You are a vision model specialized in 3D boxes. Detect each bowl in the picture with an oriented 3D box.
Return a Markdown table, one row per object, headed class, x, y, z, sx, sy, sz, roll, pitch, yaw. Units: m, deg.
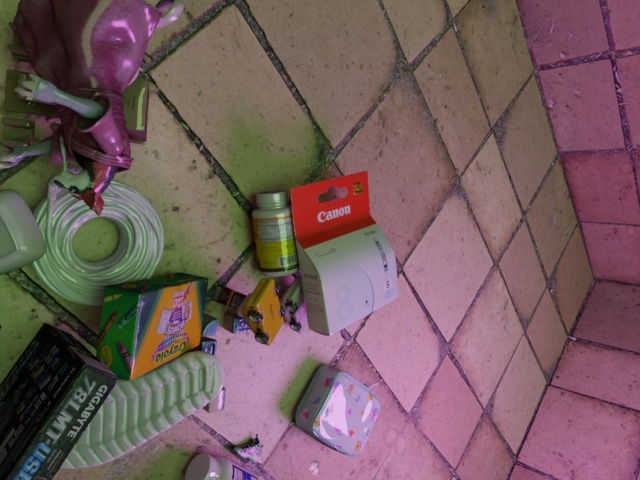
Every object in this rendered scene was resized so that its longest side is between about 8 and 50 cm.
| class | x | y | z | sx | sy | sz | roll | pitch | yaw |
| --- | --- | --- | --- | --- | --- | --- | --- | --- | --- |
| bowl | -0.577 | -0.009 | 0.816 | 0.142 | 0.053 | 0.142 | -22 | 99 | -3 |

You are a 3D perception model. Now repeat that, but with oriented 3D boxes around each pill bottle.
| class | x | y | z | sx | sy | sz | roll | pitch | yaw |
| --- | --- | --- | --- | --- | --- | --- | --- | --- | --- |
| pill bottle | -0.250 | 0.619 | 1.194 | 0.187 | 0.112 | 0.112 | 48 | 65 | -33 |
| pill bottle | -0.117 | -0.021 | 1.228 | 0.117 | 0.117 | 0.215 | -15 | 105 | -39 |

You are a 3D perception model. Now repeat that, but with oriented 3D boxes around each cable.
| class | x | y | z | sx | sy | sz | roll | pitch | yaw |
| --- | --- | --- | --- | --- | --- | --- | --- | --- | --- |
| cable | -0.455 | 0.000 | 0.954 | 0.257 | 0.089 | 0.257 | 23 | 81 | -41 |

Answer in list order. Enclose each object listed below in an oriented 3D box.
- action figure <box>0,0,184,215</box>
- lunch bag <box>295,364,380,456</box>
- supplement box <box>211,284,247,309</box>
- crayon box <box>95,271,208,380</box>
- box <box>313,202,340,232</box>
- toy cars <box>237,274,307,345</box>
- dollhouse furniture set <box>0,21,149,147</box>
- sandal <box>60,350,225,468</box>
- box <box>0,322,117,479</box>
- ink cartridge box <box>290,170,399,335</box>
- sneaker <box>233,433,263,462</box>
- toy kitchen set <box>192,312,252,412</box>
| class | x | y | z | sx | sy | sz | roll | pitch | yaw |
| --- | --- | --- | --- | --- | --- | --- | --- | --- | --- |
| action figure | -0.382 | -0.227 | 0.785 | 0.275 | 0.248 | 0.370 | -11 | 97 | -45 |
| lunch bag | 0.062 | 0.528 | 1.459 | 0.279 | 0.107 | 0.224 | 46 | 61 | -37 |
| supplement box | -0.226 | 0.145 | 1.174 | 0.055 | 0.083 | 0.043 | 30 | 76 | -39 |
| crayon box | -0.341 | 0.165 | 0.979 | 0.278 | 0.081 | 0.165 | -9 | 108 | -78 |
| box | 0.000 | 0.000 | 1.335 | 0.103 | 0.114 | 0.203 | -48 | 123 | -29 |
| toy cars | -0.114 | 0.168 | 1.212 | 0.393 | 0.087 | 0.177 | 8 | 98 | -70 |
| dollhouse furniture set | -0.465 | -0.266 | 0.910 | 0.242 | 0.161 | 0.212 | 5 | 92 | -19 |
| sandal | -0.412 | 0.362 | 1.012 | 0.416 | 0.102 | 0.169 | -14 | 89 | -20 |
| box | -0.509 | 0.315 | 0.808 | 0.073 | 0.293 | 0.296 | 42 | 67 | -35 |
| ink cartridge box | 0.079 | 0.023 | 1.271 | 0.308 | 0.091 | 0.385 | -19 | 108 | -42 |
| sneaker | -0.194 | 0.565 | 1.288 | 0.098 | 0.038 | 0.069 | 49 | 62 | -44 |
| toy kitchen set | -0.227 | 0.294 | 1.167 | 0.166 | 0.122 | 0.207 | 3 | 94 | -42 |
